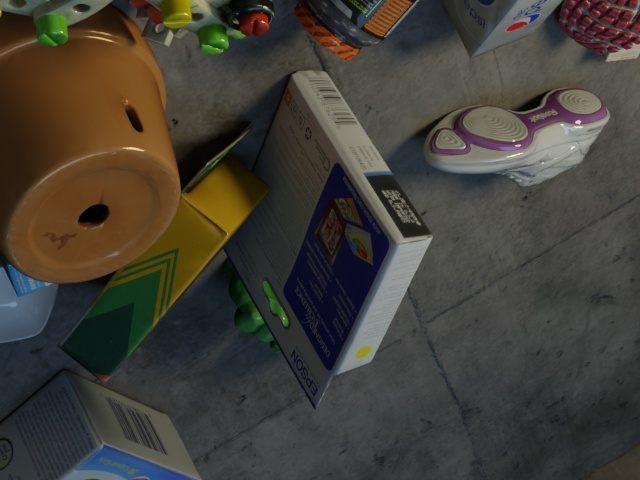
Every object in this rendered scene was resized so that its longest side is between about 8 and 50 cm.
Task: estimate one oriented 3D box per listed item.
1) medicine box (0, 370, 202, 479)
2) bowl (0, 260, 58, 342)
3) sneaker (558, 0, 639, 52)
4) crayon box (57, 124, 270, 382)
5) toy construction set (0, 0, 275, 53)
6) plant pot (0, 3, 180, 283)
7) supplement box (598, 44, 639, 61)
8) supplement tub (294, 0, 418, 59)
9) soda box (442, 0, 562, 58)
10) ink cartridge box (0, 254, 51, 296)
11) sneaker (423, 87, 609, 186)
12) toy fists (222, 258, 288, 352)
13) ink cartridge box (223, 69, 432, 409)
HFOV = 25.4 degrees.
[{"bbox_3d":[-0.372,0.362,2.083,0.289,0.149,0.263,-41,145,10],"label":"medicine box"},{"bbox_3d":[-0.405,0.065,1.768,0.142,0.053,0.142,-7,140,-33],"label":"bowl"},{"bbox_3d":[0.427,-0.365,1.859,0.121,0.112,0.299,32,132,-10],"label":"sneaker"},{"bbox_3d":[-0.178,0.013,1.770,0.318,0.081,0.202,-49,-178,24],"label":"crayon box"},{"bbox_3d":[-0.175,-0.249,1.390,0.215,0.151,0.327,-19,172,23],"label":"toy construction set"},{"bbox_3d":[-0.279,-0.092,1.540,0.290,0.203,0.291,-22,145,-17],"label":"plant pot"},{"bbox_3d":[0.434,-0.303,1.999,0.062,0.036,0.098,-9,140,-31],"label":"supplement box"},{"bbox_3d":[0.064,-0.306,1.625,0.190,0.117,0.117,-46,144,20],"label":"supplement tub"},{"bbox_3d":[0.236,-0.315,1.672,0.098,0.091,0.286,-23,172,-14],"label":"soda box"},{"bbox_3d":[-0.299,-0.016,1.701,0.181,0.104,0.062,-22,139,-15],"label":"ink cartridge box"},{"bbox_3d":[0.277,-0.122,2.028,0.305,0.114,0.152,-12,140,-28],"label":"sneaker"},{"bbox_3d":[-0.024,0.103,2.044,0.279,0.142,0.096,17,122,-48],"label":"toy fists"},{"bbox_3d":[0.000,0.000,1.792,0.072,0.304,0.307,-9,140,-30],"label":"ink cartridge box"}]
